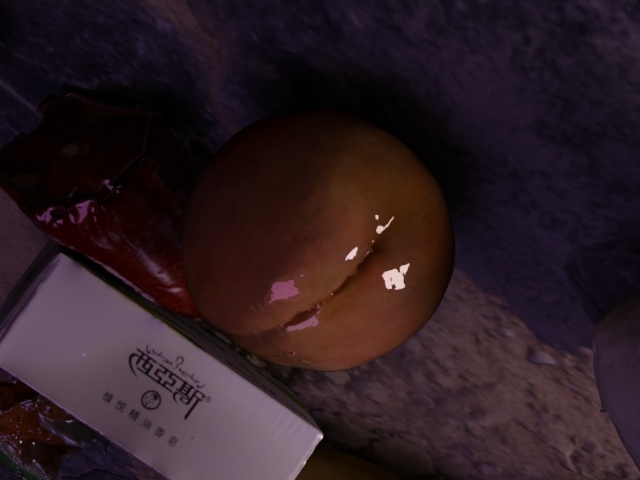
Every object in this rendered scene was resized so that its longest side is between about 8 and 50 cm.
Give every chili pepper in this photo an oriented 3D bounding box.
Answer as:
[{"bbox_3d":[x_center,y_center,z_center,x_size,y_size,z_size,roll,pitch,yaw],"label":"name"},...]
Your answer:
[{"bbox_3d":[-0.134,-0.006,1.230,0.144,0.136,0.253,-16,141,18],"label":"chili pepper"}]

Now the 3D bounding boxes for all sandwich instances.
[{"bbox_3d":[-0.294,0.156,1.610,0.185,0.109,0.160,38,151,-15],"label":"sandwich"}]

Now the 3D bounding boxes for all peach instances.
[{"bbox_3d":[0.000,0.000,1.050,0.184,0.184,0.184,22,150,13],"label":"peach"}]

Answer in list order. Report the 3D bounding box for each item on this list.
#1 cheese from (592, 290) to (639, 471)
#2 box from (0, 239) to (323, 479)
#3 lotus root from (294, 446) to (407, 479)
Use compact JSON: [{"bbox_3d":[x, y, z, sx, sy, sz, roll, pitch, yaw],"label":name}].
[{"bbox_3d":[0.281,0.112,0.995,0.198,0.154,0.189,0,145,41],"label":"cheese"},{"bbox_3d":[-0.142,0.111,1.331,0.260,0.111,0.194,34,179,-12],"label":"box"},{"bbox_3d":[-0.003,0.269,1.474,0.310,0.183,0.183,27,151,10],"label":"lotus root"}]
